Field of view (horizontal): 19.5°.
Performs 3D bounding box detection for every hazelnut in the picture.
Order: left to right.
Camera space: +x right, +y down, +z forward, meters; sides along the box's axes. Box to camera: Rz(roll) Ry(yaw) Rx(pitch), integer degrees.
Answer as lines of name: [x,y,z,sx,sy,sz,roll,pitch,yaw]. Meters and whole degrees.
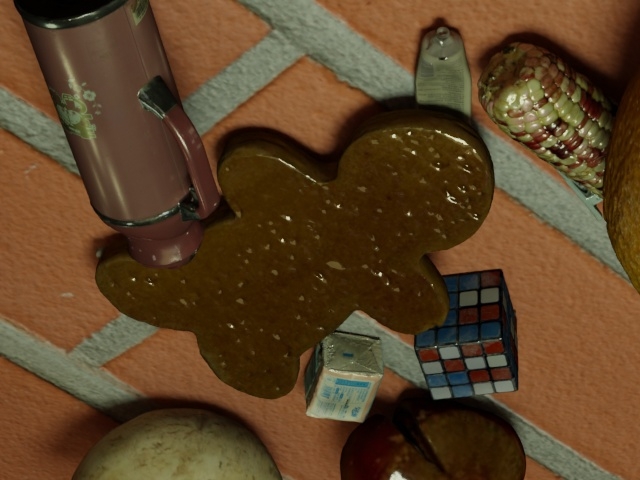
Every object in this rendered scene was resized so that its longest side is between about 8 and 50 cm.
hazelnut: [0.125,0.258,2.037,0.204,0.178,0.178,-22,142,-16]

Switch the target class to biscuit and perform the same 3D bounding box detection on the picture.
biscuit: [0.000,-0.001,1.813,0.283,0.064,0.432,38,128,-20]

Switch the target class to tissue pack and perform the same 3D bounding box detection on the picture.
tissue pack: [0.025,0.146,1.987,0.074,0.059,0.094,9,139,-9]

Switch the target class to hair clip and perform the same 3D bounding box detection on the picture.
hair clip: [0.244,-0.067,1.747,0.039,0.030,0.115,-38,129,14]

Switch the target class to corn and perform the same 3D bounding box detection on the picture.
corn: [0.246,-0.089,1.677,0.253,0.086,0.086,33,132,-31]

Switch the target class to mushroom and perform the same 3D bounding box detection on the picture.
mushroom: [-0.146,0.277,2.087,0.253,0.195,0.189,33,99,-25]

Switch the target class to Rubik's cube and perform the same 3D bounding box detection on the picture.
Rubik's cube: [0.149,0.096,1.893,0.092,0.092,0.092,-7,139,13]

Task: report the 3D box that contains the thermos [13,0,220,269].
thermos: [-0.160,-0.101,1.654,0.136,0.109,0.330,-2,134,14]

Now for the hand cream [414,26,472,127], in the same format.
hand cream: [0.111,-0.135,1.682,0.057,0.037,0.165,0,147,4]

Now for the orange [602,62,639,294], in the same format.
orange: [0.395,-0.062,1.524,0.322,0.322,0.357,25,137,-23]
